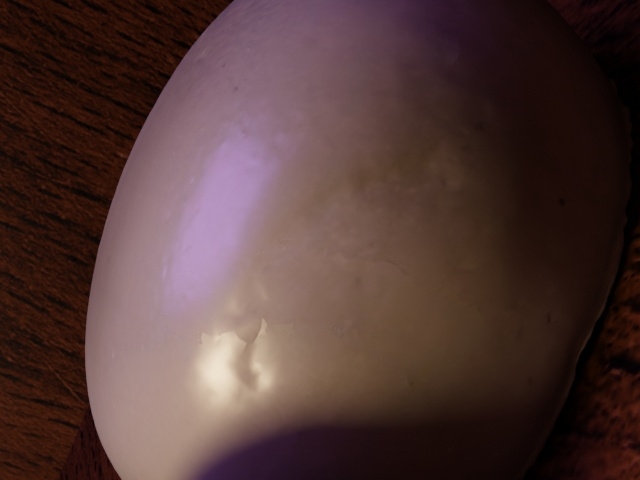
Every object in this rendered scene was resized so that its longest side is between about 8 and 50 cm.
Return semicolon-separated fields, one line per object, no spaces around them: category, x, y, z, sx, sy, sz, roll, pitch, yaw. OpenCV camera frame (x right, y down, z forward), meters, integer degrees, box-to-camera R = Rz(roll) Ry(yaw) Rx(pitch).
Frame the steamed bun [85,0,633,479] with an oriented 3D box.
steamed bun;0.000;0.000;0.683;0.324;0.206;0.324;-158;90;-78
